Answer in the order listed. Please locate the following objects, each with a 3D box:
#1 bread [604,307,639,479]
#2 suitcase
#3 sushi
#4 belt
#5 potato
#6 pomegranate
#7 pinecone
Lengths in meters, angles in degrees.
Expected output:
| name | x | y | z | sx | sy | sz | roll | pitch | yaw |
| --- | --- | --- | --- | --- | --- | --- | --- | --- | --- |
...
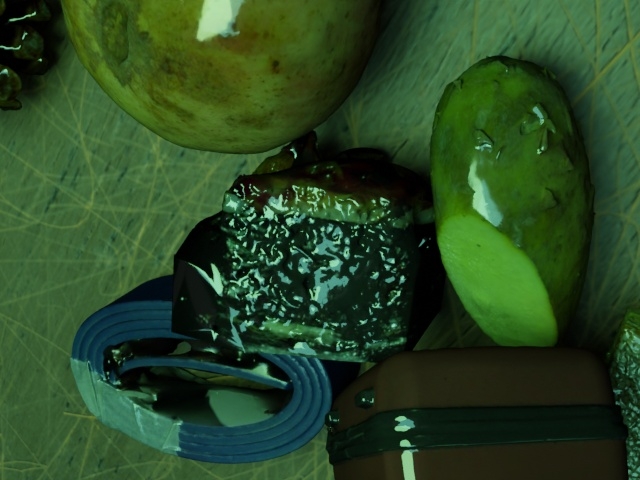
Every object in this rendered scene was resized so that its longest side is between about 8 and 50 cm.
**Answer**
| name | x | y | z | sx | sy | sz | roll | pitch | yaw |
| --- | --- | --- | --- | --- | --- | --- | --- | --- | --- |
| bread | 0.360 | 0.200 | 0.850 | 0.184 | 0.110 | 0.234 | 22 | 113 | 17 |
| suitcase | 0.136 | 0.200 | 0.808 | 0.236 | 0.297 | 0.161 | -1 | 72 | -9 |
| sushi | 0.001 | 0.000 | 0.863 | 0.227 | 0.215 | 0.212 | 12 | 112 | 19 |
| belt | -0.130 | 0.154 | 1.029 | 0.347 | 0.117 | 0.212 | 2 | 108 | 20 |
| potato | 0.188 | -0.028 | 0.799 | 0.141 | 0.176 | 0.298 | -1 | 106 | 54 |
| pomegranate | -0.094 | -0.237 | 0.784 | 0.322 | 0.322 | 0.322 | 7 | 111 | 20 |
| pinecone | -0.412 | -0.230 | 0.961 | 0.202 | 0.201 | 0.229 | 26 | 113 | 17 |
